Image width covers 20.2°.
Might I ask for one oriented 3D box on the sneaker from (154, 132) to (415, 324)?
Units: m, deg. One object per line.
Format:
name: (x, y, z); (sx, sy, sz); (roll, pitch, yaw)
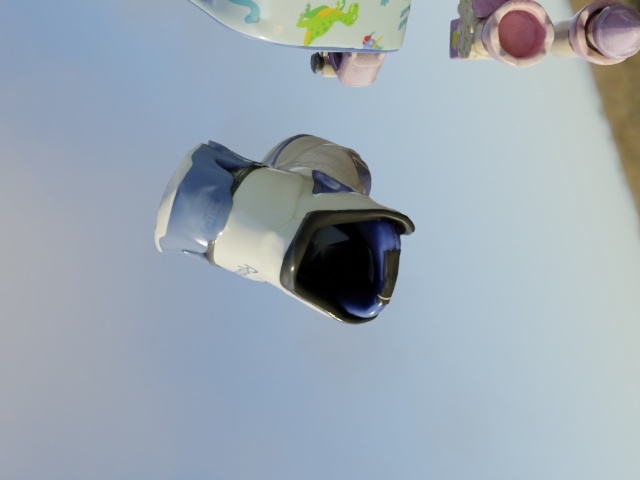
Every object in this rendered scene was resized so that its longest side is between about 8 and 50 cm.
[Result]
sneaker: (0.000, 0.000, 1.553); (0.127, 0.182, 0.315); (-67, -18, 13)

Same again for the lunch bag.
lunch bag: (-0.044, -0.210, 1.301); (0.176, 0.090, 0.219); (0, -153, -41)

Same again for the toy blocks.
toy blocks: (0.163, -0.299, 1.716); (0.260, 0.309, 0.288); (-167, 74, -75)
